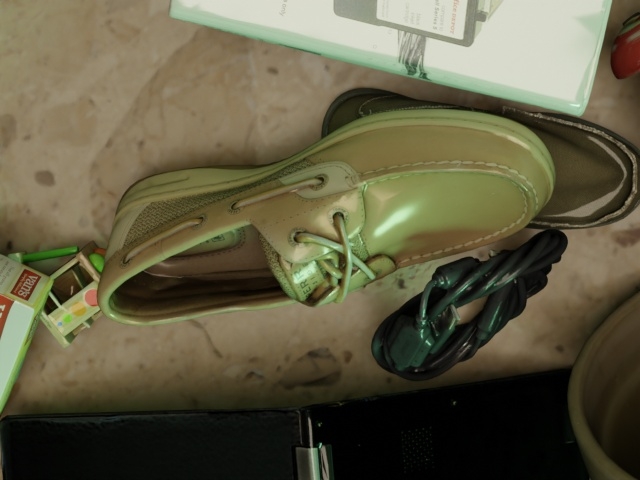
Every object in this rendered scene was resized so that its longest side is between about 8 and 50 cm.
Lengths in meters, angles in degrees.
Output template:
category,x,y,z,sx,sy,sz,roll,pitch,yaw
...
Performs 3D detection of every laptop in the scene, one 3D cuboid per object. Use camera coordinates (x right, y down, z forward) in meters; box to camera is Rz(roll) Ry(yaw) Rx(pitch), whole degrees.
category,x,y,z,sx,sy,sz,roll,pitch,yaw
laptop,-0.006,0.308,1.045,0.407,0.236,0.382,-4,90,-31

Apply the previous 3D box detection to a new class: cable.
category,x,y,z,sx,sy,sz,roll,pitch,yaw
cable,0.109,0.047,0.987,0.150,0.184,0.047,-31,71,-19

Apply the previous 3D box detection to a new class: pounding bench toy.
category,x,y,z,sx,sy,sz,roll,pitch,yaw
pounding bench toy,-0.195,0.027,1.030,0.065,0.052,0.083,-37,98,7

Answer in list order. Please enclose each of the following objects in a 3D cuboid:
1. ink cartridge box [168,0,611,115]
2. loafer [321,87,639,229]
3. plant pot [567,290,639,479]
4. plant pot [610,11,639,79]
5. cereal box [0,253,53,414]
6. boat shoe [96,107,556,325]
category,x,y,z,sx,sy,sz,roll,pitch,yaw
ink cartridge box,0.048,-0.176,0.915,0.272,0.198,0.115,13,99,-2
loafer,0.124,-0.055,0.992,0.251,0.087,0.094,8,101,-1
plant pot,0.368,0.194,0.949,0.323,0.323,0.280,-19,116,4
plant pot,0.317,-0.122,0.929,0.191,0.191,0.174,-37,93,7
cereal box,-0.339,0.049,1.006,0.240,0.047,0.173,25,126,-3
boat shoe,0.000,0.000,0.943,0.341,0.110,0.122,-12,130,23
